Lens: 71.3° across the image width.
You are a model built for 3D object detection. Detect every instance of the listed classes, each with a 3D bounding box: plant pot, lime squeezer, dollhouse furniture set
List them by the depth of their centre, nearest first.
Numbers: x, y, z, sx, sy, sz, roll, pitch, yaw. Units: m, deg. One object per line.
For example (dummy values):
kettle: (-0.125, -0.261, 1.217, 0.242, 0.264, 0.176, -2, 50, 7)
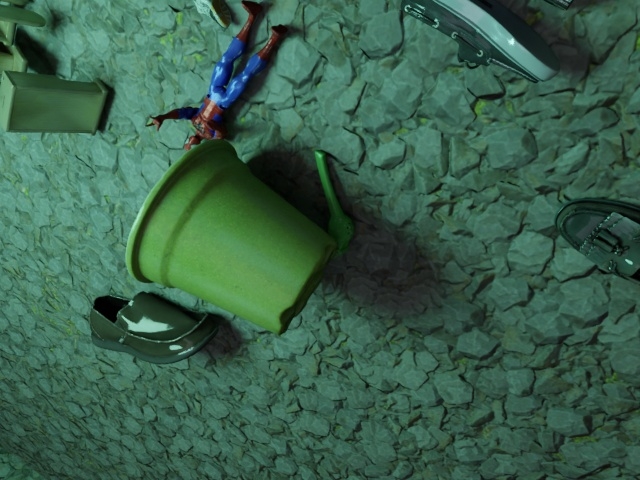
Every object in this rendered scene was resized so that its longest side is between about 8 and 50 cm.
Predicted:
plant pot: (-0.121, 0.014, 0.739, 0.254, 0.276, 0.275, 31, 123, 7)
lime squeezer: (0.000, 0.000, 0.821, 0.110, 0.059, 0.310, 21, 122, 9)
dollhouse furniture set: (-0.551, -0.320, 0.851, 0.242, 0.161, 0.212, 50, 125, 18)

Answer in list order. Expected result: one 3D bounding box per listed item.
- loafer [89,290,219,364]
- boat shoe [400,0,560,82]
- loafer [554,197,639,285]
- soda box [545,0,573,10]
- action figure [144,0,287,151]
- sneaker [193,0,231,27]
loafer: (-0.408, 0.191, 1.032, 0.367, 0.133, 0.129, -2, 115, 22)
boat shoe: (0.204, -0.272, 0.593, 0.229, 0.080, 0.076, 34, 140, -2)
loafer: (0.470, 0.025, 0.632, 0.268, 0.084, 0.096, 28, 123, 6)
soda box: (0.245, -0.350, 0.545, 0.169, 0.053, 0.060, 31, 122, 3)
action figure: (-0.176, -0.239, 0.724, 0.091, 0.139, 0.280, 41, 125, -1)
sneaker: (-0.177, -0.373, 0.717, 0.037, 0.032, 0.083, -32, 96, 45)
